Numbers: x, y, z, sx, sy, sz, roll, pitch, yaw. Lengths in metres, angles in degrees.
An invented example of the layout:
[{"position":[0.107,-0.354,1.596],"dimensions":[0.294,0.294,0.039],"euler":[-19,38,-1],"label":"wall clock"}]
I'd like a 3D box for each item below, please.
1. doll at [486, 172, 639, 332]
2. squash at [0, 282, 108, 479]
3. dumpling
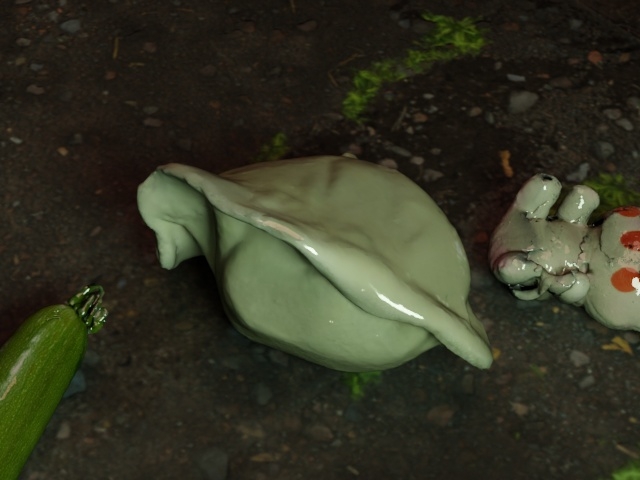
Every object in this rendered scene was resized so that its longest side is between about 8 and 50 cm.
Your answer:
[{"position":[0.243,0.022,1.631],"dimensions":[0.192,0.095,0.149],"euler":[11,52,2],"label":"doll"},{"position":[-0.260,0.154,1.452],"dimensions":[0.071,0.080,0.318],"euler":[20,48,10],"label":"squash"},{"position":[0.000,0.000,1.531],"dimensions":[0.318,0.243,0.187],"euler":[18,75,26],"label":"dumpling"}]
